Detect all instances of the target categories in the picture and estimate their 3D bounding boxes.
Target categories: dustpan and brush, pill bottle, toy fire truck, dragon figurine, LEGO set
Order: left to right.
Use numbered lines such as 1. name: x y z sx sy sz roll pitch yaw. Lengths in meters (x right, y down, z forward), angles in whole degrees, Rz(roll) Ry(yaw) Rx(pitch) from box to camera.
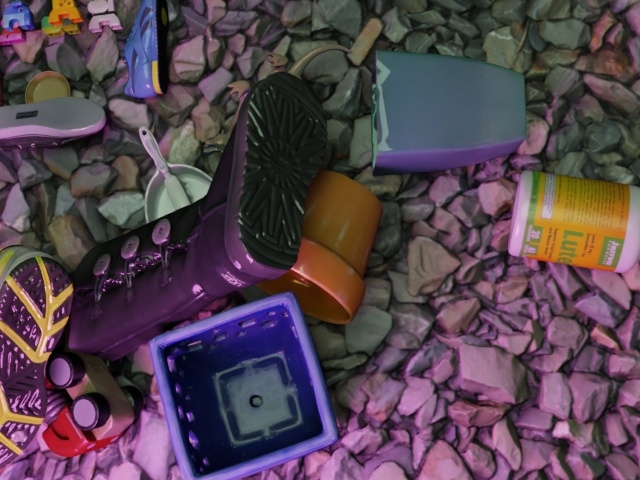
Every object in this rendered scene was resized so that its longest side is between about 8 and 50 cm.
1. toy fire truck: -0.453 0.273 1.581 0.246 0.158 0.217 -43 73 21
2. LEGO set: -0.470 -0.413 1.690 0.227 0.087 0.093 -6 82 6
3. dustpan and brush: -0.249 -0.095 1.630 0.147 0.060 0.211 -28 80 3
4. dragon figurine: -0.081 -0.231 1.612 0.085 0.144 0.289 44 71 12
5. pill bottle: 0.421 -0.025 1.491 0.245 0.136 0.136 9 84 9

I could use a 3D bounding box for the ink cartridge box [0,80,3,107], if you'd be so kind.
1. ink cartridge box: -0.683 -0.357 1.695 0.207 0.117 0.283 -8 82 7

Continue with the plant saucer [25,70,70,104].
1. plant saucer: -0.478 -0.256 1.705 0.083 0.015 0.083 -1 83 7

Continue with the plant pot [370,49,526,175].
1. plant pot: 0.200 -0.200 1.536 0.234 0.166 0.165 -1 82 1

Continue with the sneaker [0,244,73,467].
1. sneaker: -0.491 0.188 1.490 0.147 0.145 0.385 33 99 53

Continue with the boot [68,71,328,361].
1. boot: -0.201 -0.030 1.503 0.146 0.445 0.367 36 47 -25

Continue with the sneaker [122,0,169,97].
1. sneaker: -0.307 -0.349 1.669 0.082 0.069 0.209 -1 82 11

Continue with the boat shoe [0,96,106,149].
1. boat shoe: -0.470 -0.189 1.667 0.228 0.076 0.080 -5 55 9

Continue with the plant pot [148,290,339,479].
1. plant pot: -0.106 0.234 1.478 0.236 0.212 0.236 -18 77 -1

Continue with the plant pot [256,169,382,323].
1. plant pot: 0.000 0.000 1.527 0.205 0.205 0.188 25 71 10
